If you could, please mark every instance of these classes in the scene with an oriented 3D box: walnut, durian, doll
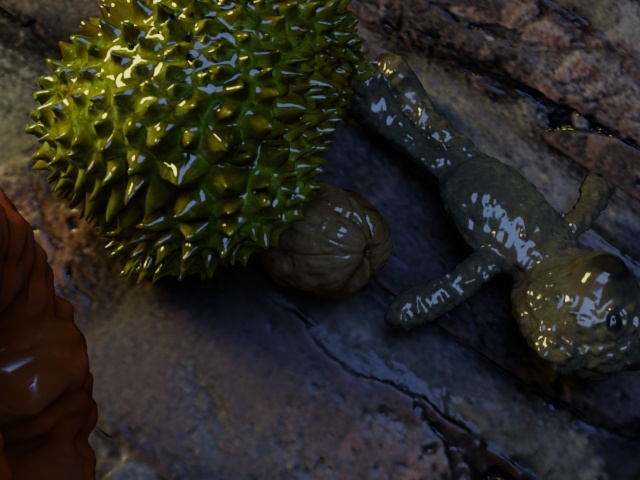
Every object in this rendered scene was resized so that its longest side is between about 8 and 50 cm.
[{"bbox_3d":[0.000,0.000,0.739,0.079,0.082,0.096,-20,23,-41],"label":"walnut"},{"bbox_3d":[-0.081,-0.095,0.719,0.176,0.200,0.237,42,66,-19],"label":"durian"},{"bbox_3d":[0.135,-0.025,0.792,0.203,0.091,0.286,5,48,-22],"label":"doll"}]

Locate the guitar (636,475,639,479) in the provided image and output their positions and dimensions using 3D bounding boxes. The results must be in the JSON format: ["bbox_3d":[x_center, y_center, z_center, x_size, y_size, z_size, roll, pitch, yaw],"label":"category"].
[{"bbox_3d":[0.218,0.166,0.713,0.084,0.038,0.271,41,59,11],"label":"guitar"}]

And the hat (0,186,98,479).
[{"bbox_3d":[-0.314,0.115,0.528,0.400,0.285,0.285,-6,59,6],"label":"hat"}]
